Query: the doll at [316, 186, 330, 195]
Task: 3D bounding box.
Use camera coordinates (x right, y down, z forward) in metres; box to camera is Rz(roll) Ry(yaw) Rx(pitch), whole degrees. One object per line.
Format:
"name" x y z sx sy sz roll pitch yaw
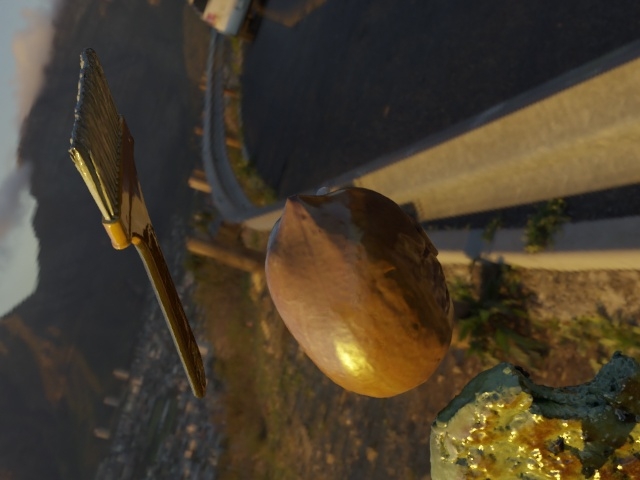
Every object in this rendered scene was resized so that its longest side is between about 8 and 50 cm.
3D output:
"doll" -0.001 -0.008 1.298 0.072 0.113 0.135 4 81 39

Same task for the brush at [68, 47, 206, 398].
"brush" -0.109 0.015 0.603 0.103 0.013 0.272 -100 -2 -46

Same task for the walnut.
"walnut" 0.048 0.052 1.087 0.203 0.298 0.203 -21 36 16

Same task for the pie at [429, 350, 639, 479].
"pie" 0.261 0.249 1.019 0.067 0.303 0.302 -83 15 -65
